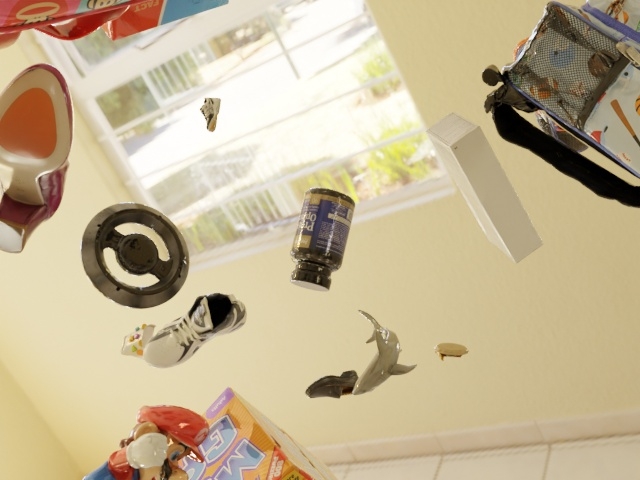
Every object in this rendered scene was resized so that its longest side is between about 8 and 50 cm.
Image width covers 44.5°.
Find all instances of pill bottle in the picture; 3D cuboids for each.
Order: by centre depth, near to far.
[{"bbox_3d":[0.000,0.000,1.791,0.123,0.123,0.219,-4,68,52],"label":"pill bottle"}]

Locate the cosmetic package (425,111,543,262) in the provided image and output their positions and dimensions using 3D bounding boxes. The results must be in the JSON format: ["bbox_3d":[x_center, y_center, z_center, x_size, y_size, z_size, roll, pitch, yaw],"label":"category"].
[{"bbox_3d":[0.259,-0.083,1.228,0.060,0.239,0.099,-34,27,2],"label":"cosmetic package"}]

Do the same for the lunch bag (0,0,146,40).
[{"bbox_3d":[-0.218,-0.306,0.718,0.293,0.120,0.258,-28,-30,-40],"label":"lunch bag"}]

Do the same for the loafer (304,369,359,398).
[{"bbox_3d":[0.039,0.399,2.114,0.170,0.062,0.061,-12,49,-29],"label":"loafer"}]

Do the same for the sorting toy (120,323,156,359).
[{"bbox_3d":[-0.416,0.227,1.760,0.075,0.045,0.083,-18,49,25],"label":"sorting toy"}]

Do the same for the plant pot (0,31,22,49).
[{"bbox_3d":[-0.515,-0.322,0.953,0.243,0.274,0.275,-17,8,-38],"label":"plant pot"}]

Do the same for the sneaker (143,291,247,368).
[{"bbox_3d":[-0.263,0.175,1.609,0.235,0.094,0.153,-21,-21,-11],"label":"sneaker"}]

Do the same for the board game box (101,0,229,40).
[{"bbox_3d":[-0.253,-0.496,1.285,0.242,0.064,0.316,-27,-22,-25],"label":"board game box"}]

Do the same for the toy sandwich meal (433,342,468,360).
[{"bbox_3d":[0.291,0.251,1.753,0.086,0.029,0.085,2,9,0],"label":"toy sandwich meal"}]

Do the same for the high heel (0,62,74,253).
[{"bbox_3d":[-0.442,-0.157,1.224,0.377,0.127,0.181,-53,19,41],"label":"high heel"}]

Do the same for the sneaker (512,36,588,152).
[{"bbox_3d":[0.395,-0.238,1.334,0.083,0.221,0.087,-31,18,21],"label":"sneaker"}]

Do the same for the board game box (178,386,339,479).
[{"bbox_3d":[-0.138,0.601,1.636,0.356,0.356,0.356,-48,29,-7],"label":"board game box"}]

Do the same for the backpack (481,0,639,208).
[{"bbox_3d":[0.363,-0.151,0.840,0.277,0.263,0.213,-8,-39,-44],"label":"backpack"}]

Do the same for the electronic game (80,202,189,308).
[{"bbox_3d":[-0.376,0.029,1.600,0.229,0.229,0.048,-43,7,-39],"label":"electronic game"}]

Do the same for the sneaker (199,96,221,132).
[{"bbox_3d":[-0.207,-0.232,1.449,0.037,0.032,0.083,9,50,-6],"label":"sneaker"}]

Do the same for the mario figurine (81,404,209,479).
[{"bbox_3d":[-0.304,0.401,1.259,0.321,0.170,0.198,-38,15,-21],"label":"mario figurine"}]

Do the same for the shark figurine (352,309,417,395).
[{"bbox_3d":[0.157,0.265,2.029,0.166,0.116,0.278,-21,26,21],"label":"shark figurine"}]
